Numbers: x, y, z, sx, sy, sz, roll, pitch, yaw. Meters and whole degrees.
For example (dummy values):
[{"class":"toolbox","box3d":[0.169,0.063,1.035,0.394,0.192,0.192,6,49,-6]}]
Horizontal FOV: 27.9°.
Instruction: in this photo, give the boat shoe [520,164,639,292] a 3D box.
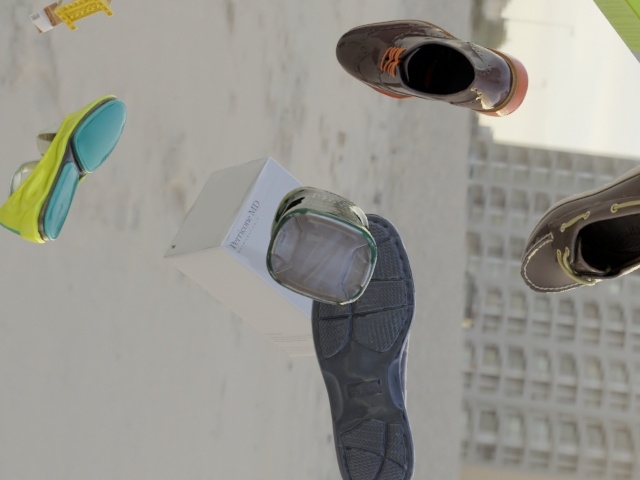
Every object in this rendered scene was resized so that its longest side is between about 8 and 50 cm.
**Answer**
[{"class":"boat shoe","box3d":[0.360,0.000,1.657,0.324,0.116,0.096,-34,-165,51]}]

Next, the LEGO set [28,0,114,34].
[{"class":"LEGO set","box3d":[-0.364,-0.431,2.036,0.287,0.132,0.107,126,-18,-53]}]

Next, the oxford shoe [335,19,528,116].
[{"class":"oxford shoe","box3d":[0.107,-0.211,1.490,0.098,0.271,0.097,6,98,-48]}]

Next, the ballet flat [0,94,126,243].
[{"class":"ballet flat","box3d":[-0.300,-0.091,1.471,0.077,0.077,0.231,81,23,-46]}]

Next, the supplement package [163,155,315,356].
[{"class":"supplement package","box3d":[-0.063,0.032,2.036,0.175,0.293,0.177,-10,-133,53]}]

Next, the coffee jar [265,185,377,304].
[{"class":"coffee jar","box3d":[0.000,0.000,1.211,0.184,0.096,0.079,-98,-151,-80]}]

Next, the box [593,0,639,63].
[{"class":"box","box3d":[0.349,-0.201,1.313,0.042,0.178,0.109,-40,-168,2]}]

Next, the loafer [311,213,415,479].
[{"class":"loafer","box3d":[0.046,0.121,1.366,0.095,0.109,0.302,-108,-166,-86]}]
